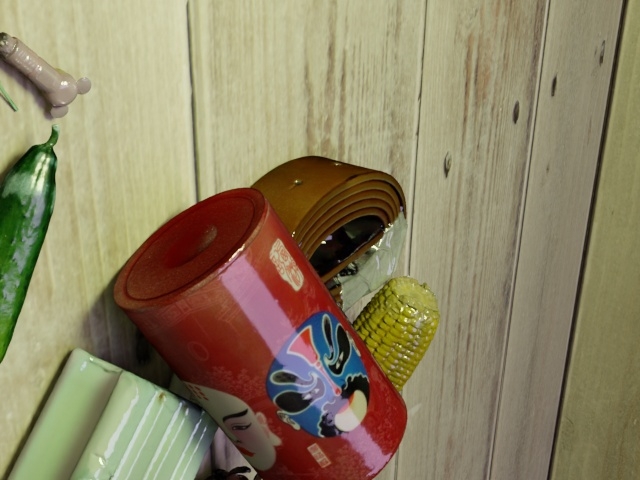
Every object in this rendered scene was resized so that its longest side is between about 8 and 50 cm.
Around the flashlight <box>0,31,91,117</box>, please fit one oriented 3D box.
[{"bbox_3d":[-0.266,-0.160,0.891,0.052,0.031,0.110,-45,144,2],"label":"flashlight"}]

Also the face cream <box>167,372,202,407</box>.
[{"bbox_3d":[-0.179,0.226,1.227,0.092,0.058,0.244,34,70,-54],"label":"face cream"}]

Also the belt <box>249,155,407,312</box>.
[{"bbox_3d":[0.000,0.000,1.336,0.338,0.122,0.217,-28,127,-51],"label":"belt"}]

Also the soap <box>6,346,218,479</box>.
[{"bbox_3d":[-0.264,0.318,1.061,0.347,0.115,0.208,-66,151,-12],"label":"soap"}]

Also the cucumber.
[{"bbox_3d":[-0.297,0.006,0.906,0.056,0.056,0.250,10,98,-60],"label":"cucumber"}]

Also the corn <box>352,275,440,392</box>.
[{"bbox_3d":[0.064,0.209,1.456,0.344,0.131,0.131,-55,156,21],"label":"corn"}]

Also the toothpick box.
[{"bbox_3d":[-0.062,0.128,1.103,0.204,0.204,0.333,-52,121,-32],"label":"toothpick box"}]

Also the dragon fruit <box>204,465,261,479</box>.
[{"bbox_3d":[-0.124,0.392,1.344,0.130,0.121,0.142,-22,100,-62],"label":"dragon fruit"}]

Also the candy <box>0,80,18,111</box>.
[{"bbox_3d":[-0.295,-0.147,0.864,0.023,0.025,0.083,-34,150,-8],"label":"candy"}]
